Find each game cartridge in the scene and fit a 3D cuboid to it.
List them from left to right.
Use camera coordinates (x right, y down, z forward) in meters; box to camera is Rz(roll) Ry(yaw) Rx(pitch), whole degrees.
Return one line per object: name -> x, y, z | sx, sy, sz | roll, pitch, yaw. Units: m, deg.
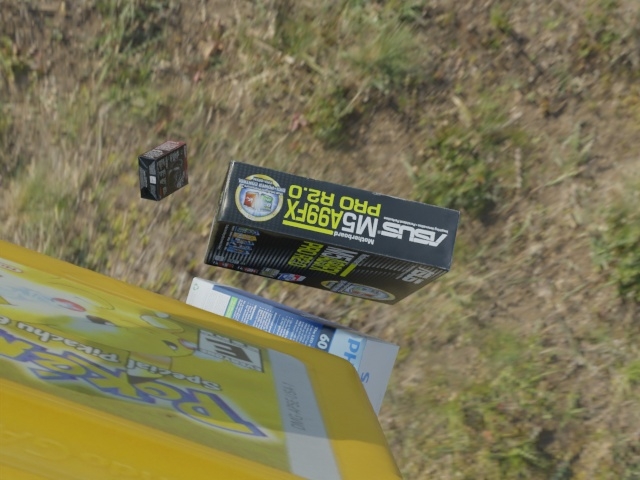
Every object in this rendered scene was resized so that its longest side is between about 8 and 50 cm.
game cartridge -> -0.101, 0.058, 0.468 | 0.285, 0.323, 0.052 | 20, 94, -7

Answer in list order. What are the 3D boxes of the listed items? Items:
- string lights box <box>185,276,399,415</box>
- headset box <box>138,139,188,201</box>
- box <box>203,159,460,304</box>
string lights box -> -0.051, 0.143, 1.414 | 0.260, 0.077, 0.133 | 17, 90, 34
headset box -> -0.212, -0.097, 1.668 | 0.032, 0.083, 0.062 | 11, 117, 24
box -> 0.000, 0.000, 1.212 | 0.216, 0.270, 0.060 | 13, 79, -6
